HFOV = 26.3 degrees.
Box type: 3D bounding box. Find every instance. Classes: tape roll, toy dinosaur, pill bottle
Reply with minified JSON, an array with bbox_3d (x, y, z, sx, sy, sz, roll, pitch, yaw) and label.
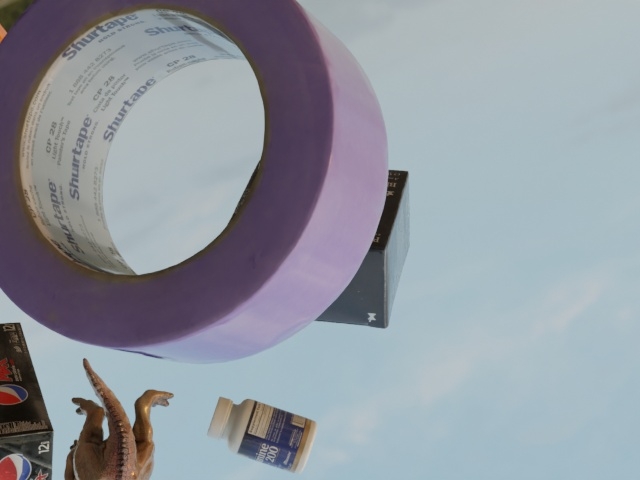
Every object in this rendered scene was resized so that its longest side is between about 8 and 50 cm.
[{"bbox_3d":[-0.068,-0.038,0.649,0.189,0.189,0.080,-17,165,18],"label":"tape roll"},{"bbox_3d":[-0.236,0.282,1.512,0.127,0.295,0.200,10,-147,-2],"label":"toy dinosaur"},{"bbox_3d":[-0.069,0.225,1.603,0.120,0.067,0.067,19,-159,-2],"label":"pill bottle"}]

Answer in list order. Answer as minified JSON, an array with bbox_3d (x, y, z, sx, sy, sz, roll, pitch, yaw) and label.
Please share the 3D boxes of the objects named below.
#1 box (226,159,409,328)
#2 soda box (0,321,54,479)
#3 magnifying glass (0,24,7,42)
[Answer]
[{"bbox_3d":[0.000,0.000,1.319,0.156,0.093,0.158,5,-149,10],"label":"box"},{"bbox_3d":[-0.245,0.128,1.053,0.053,0.060,0.169,-2,-154,-20],"label":"soda box"},{"bbox_3d":[-0.252,-0.134,1.192,0.092,0.026,0.231,7,163,13],"label":"magnifying glass"}]
